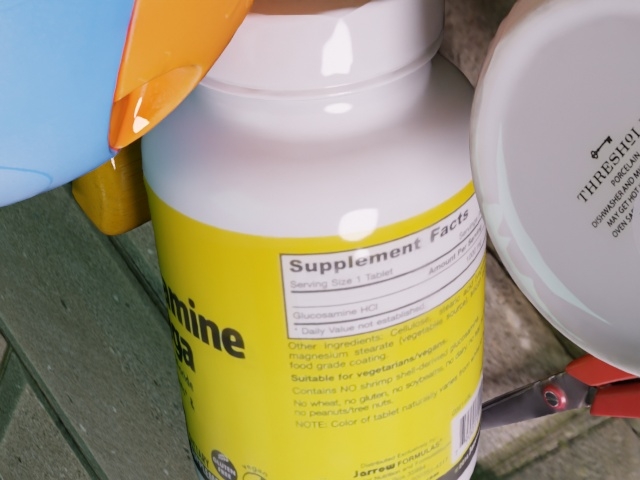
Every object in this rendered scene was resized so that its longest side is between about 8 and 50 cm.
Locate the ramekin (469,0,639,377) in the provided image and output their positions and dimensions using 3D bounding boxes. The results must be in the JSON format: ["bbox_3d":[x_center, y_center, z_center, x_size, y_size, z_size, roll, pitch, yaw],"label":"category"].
[{"bbox_3d":[0.157,-0.038,0.467,0.207,0.109,0.207,28,130,39],"label":"ramekin"}]

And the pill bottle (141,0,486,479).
[{"bbox_3d":[0.000,0.000,0.650,0.188,0.188,0.334,28,135,39],"label":"pill bottle"}]

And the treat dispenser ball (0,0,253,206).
[{"bbox_3d":[-0.155,-0.153,0.420,0.288,0.288,0.288,33,139,35],"label":"treat dispenser ball"}]

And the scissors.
[{"bbox_3d":[0.149,0.078,0.669,0.297,0.021,0.109,-7,111,56],"label":"scissors"}]

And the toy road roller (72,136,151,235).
[{"bbox_3d":[-0.134,-0.160,0.694,0.240,0.202,0.330,47,149,17],"label":"toy road roller"}]
